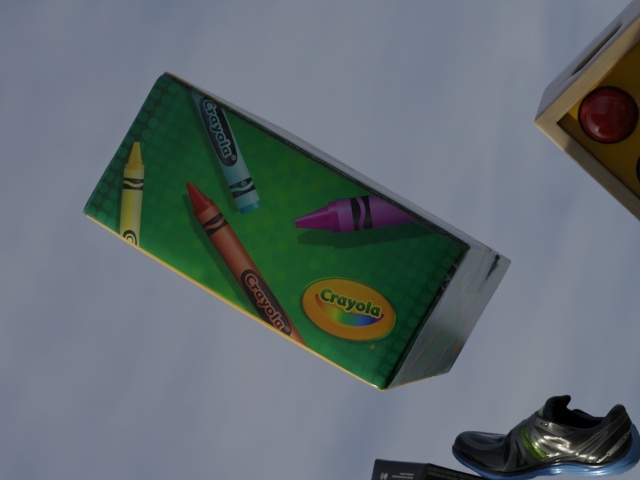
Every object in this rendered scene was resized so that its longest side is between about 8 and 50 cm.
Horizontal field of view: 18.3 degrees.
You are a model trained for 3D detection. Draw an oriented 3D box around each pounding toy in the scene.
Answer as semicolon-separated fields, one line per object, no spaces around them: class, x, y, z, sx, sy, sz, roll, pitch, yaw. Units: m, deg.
pounding toy;0.211;-0.095;1.208;0.141;0.130;0.100;-46;7;22

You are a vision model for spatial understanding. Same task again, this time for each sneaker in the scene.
sneaker;0.213;0.184;1.879;0.067;0.188;0.078;-32;-69;-57

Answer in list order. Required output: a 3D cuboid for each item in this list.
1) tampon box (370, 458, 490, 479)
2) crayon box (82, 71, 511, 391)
tampon box;0.112;0.304;1.929;0.120;0.101;0.161;16;-100;-26
crayon box;0.000;0.000;1.030;0.081;0.165;0.278;-61;-9;3
